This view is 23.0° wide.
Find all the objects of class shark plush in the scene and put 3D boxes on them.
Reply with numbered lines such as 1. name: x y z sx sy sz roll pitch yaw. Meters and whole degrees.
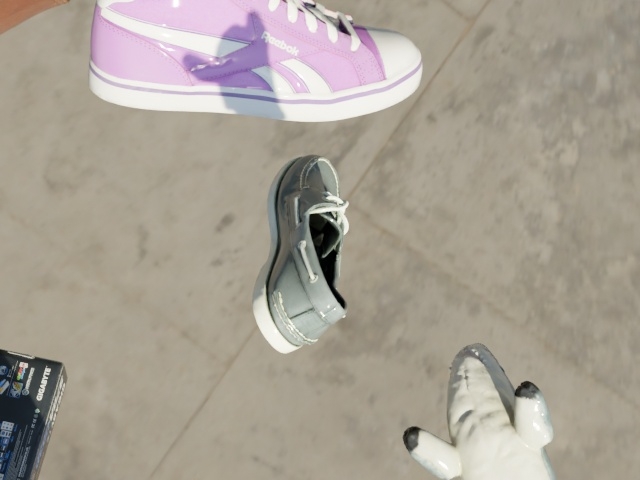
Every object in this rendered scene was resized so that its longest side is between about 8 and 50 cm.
1. shark plush: 0.112 0.129 0.811 0.073 0.067 0.161 -36 89 12

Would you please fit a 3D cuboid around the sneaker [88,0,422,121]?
1. sneaker: -0.037 -0.184 1.248 0.282 0.102 0.161 -2 123 -22

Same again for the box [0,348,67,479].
1. box: -0.384 0.218 1.676 0.175 0.051 0.220 11 65 2

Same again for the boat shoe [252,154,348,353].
1. boat shoe: 0.000 0.000 1.826 0.099 0.319 0.116 -26 120 26

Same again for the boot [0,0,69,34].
1. boot: -0.097 -0.185 0.605 0.281 0.096 0.264 -15 137 -6
